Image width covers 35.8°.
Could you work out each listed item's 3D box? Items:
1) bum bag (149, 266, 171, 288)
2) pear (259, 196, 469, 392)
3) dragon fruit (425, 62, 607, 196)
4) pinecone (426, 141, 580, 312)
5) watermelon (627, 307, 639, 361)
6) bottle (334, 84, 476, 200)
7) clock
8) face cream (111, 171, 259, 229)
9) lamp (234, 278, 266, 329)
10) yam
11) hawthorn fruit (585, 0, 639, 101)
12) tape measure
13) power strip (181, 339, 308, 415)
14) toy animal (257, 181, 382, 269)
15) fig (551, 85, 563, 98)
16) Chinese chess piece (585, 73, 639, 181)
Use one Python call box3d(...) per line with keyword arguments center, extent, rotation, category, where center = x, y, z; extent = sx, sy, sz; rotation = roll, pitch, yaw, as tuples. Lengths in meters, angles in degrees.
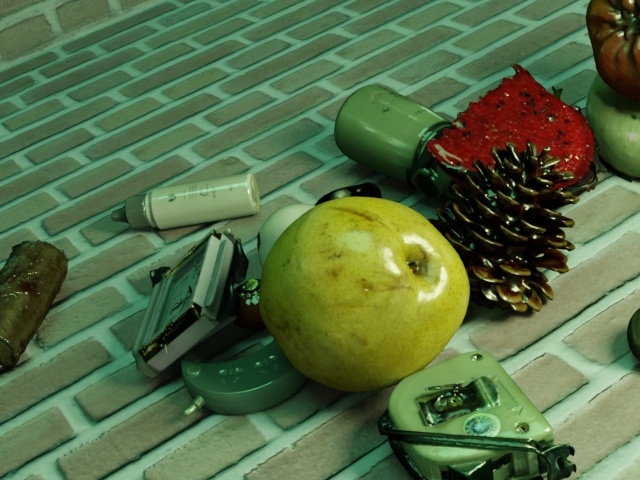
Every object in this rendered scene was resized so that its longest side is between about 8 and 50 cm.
box3d(center=(-0.292, 0.087, 1.872), extent=(0.058, 0.034, 0.124), rotation=(-6, 32, -13), category="bum bag")
box3d(center=(0.060, 0.078, 1.496), extent=(0.315, 0.314, 0.314), rotation=(-10, 34, 7), category="pear")
box3d(center=(0.367, -0.152, 1.806), extent=(0.282, 0.100, 0.344), rotation=(39, 54, 19), category="dragon fruit")
box3d(center=(0.301, -0.030, 1.604), extent=(0.247, 0.292, 0.246), rotation=(17, 24, -8), category="pinecone")
box3d(center=(0.493, 0.140, 1.459), extent=(0.078, 0.078, 0.110), rotation=(0, 36, 20), category="watermelon")
box3d(center=(0.191, -0.189, 1.983), extent=(0.168, 0.168, 0.347), rotation=(-33, 42, -25), category="bottle")
box3d(center=(-0.220, 0.109, 1.695), extent=(0.186, 0.083, 0.253), rotation=(-40, 23, 29), category="clock")
box3d(center=(-0.285, -0.073, 2.055), extent=(0.312, 0.092, 0.092), rotation=(-10, 34, 9), category="face cream")
box3d(center=(-0.113, 0.111, 1.717), extent=(0.101, 0.090, 0.101), rotation=(-10, 32, 6), category="lamp")
box3d(center=(-0.570, 0.123, 1.848), extent=(0.131, 0.131, 0.279), rotation=(-6, 35, 13), category="yam")
box3d(center=(0.631, -0.373, 1.745), extent=(0.298, 0.276, 0.277), rotation=(2, 24, -31), category="hawthorn fruit")
box3d(center=(0.198, 0.263, 1.357), extent=(0.207, 0.115, 0.235), rotation=(-19, 34, -11), category="tape measure")
box3d(center=(-0.118, 0.210, 1.608), extent=(0.253, 0.054, 0.167), rotation=(-25, 34, -16), category="power strip")
box3d(center=(0.003, 0.006, 1.739), extent=(0.235, 0.165, 0.187), rotation=(-25, 37, -32), category="toy animal")
box3d(center=(0.421, -0.237, 2.003), extent=(0.142, 0.147, 0.186), rotation=(-15, -6, 24), category="fig")
box3d(center=(0.686, -0.246, 1.887), extent=(0.350, 0.146, 0.349), rotation=(-10, 33, 6), category="Chinese chess piece")
